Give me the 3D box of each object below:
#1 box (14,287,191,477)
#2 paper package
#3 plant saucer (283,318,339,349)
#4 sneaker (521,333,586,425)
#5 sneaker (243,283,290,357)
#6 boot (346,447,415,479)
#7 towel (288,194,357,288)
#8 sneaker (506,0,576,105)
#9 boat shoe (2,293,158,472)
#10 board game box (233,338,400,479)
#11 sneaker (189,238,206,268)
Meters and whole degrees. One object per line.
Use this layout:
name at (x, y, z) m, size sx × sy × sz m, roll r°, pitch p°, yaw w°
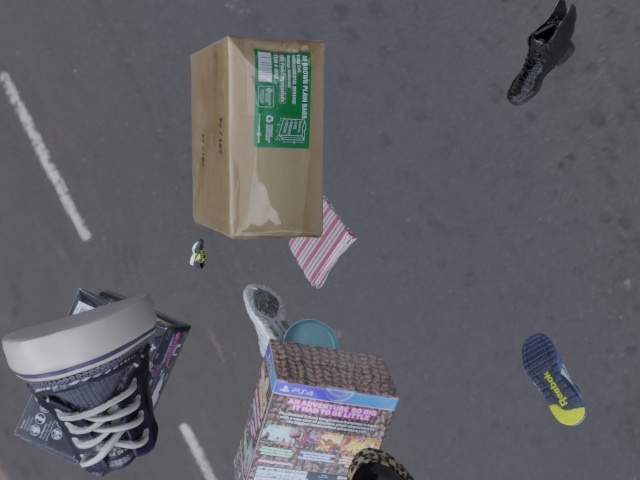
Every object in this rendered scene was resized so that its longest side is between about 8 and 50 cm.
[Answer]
box at (-0.342, 0.218, 1.215) m, size 0.163 × 0.142 × 0.247 m, roll 23°, pitch 87°, yaw 8°
paper package at (-0.116, -0.174, 1.328) m, size 0.309 × 0.168 × 0.325 m, roll -162°, pitch 71°, yaw -67°
plant saucer at (-0.018, 0.218, 1.582) m, size 0.119 × 0.021 × 0.120 m, roll 2°, pitch 101°, yaw 12°
sneaker at (0.335, 0.202, 1.096) m, size 0.053 × 0.059 × 0.144 m, roll -31°, pitch 55°, yaw 19°
sneaker at (-0.116, 0.206, 1.707) m, size 0.232 × 0.090 × 0.115 m, roll 58°, pitch 140°, yaw 24°
boot at (0.142, 0.510, 1.153) m, size 0.138 × 0.284 × 0.378 m, roll -30°, pitch 94°, yaw 2°
towel at (0.000, 0.000, 1.660) m, size 0.144 × 0.029 × 0.197 m, roll -55°, pitch 32°, yaw 14°
sneaker at (0.362, -0.310, 1.265) m, size 0.170 × 0.089 × 0.051 m, roll -46°, pitch 49°, yaw 10°
boat shoe at (-0.197, 0.141, 0.706) m, size 0.340 × 0.127 × 0.158 m, roll 161°, pitch 93°, yaw -79°
board game box at (-0.016, 0.358, 1.432) m, size 0.231 × 0.141 × 0.291 m, roll 12°, pitch 111°, yaw -15°
sneaker at (-0.274, 0.031, 1.749) m, size 0.035 × 0.031 × 0.083 m, roll 32°, pitch 134°, yaw 14°
